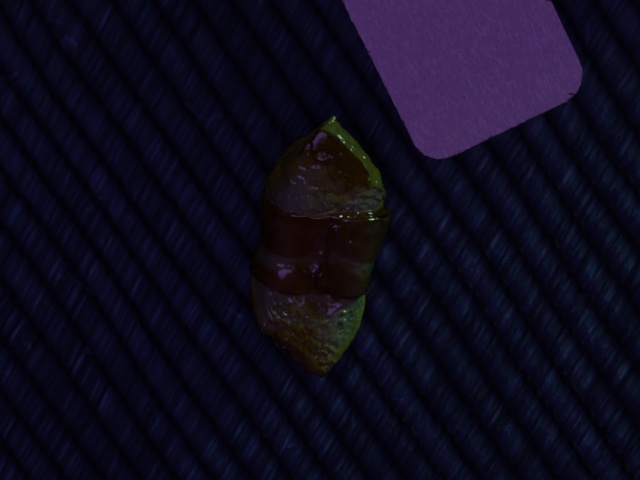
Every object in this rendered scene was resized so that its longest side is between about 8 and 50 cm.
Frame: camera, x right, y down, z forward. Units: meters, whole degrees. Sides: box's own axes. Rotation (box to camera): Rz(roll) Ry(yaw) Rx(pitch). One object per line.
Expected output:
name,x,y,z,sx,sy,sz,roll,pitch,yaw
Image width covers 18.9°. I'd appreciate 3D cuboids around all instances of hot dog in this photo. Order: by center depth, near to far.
hot dog,-0.003,-0.004,1.801,0.123,0.093,0.261,11,117,-7

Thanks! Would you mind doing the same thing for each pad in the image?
pad,0.119,-0.221,1.793,0.176,0.002,0.266,-26,98,8
